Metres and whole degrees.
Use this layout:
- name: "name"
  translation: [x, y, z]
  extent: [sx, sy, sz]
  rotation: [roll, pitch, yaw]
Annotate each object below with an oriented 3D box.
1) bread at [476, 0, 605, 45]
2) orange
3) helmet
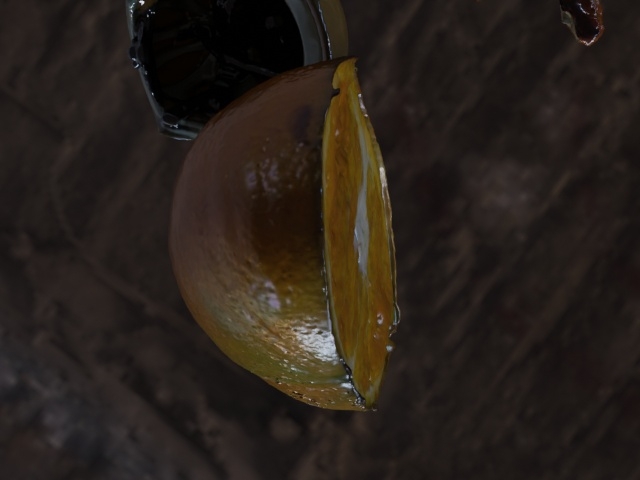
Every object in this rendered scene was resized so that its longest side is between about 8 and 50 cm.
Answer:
- name: "bread"
  translation: [0.213, -0.286, 1.385]
  extent: [0.095, 0.139, 0.269]
  rotation: [-5, 124, -59]
- name: "orange"
  translation: [-0.002, -0.004, 1.506]
  extent: [0.274, 0.274, 0.310]
  rotation: [-49, -177, -28]
- name: "helmet"
  translation: [-0.061, -0.185, 1.633]
  extent: [0.130, 0.224, 0.198]
  rotation: [-40, 121, -53]
